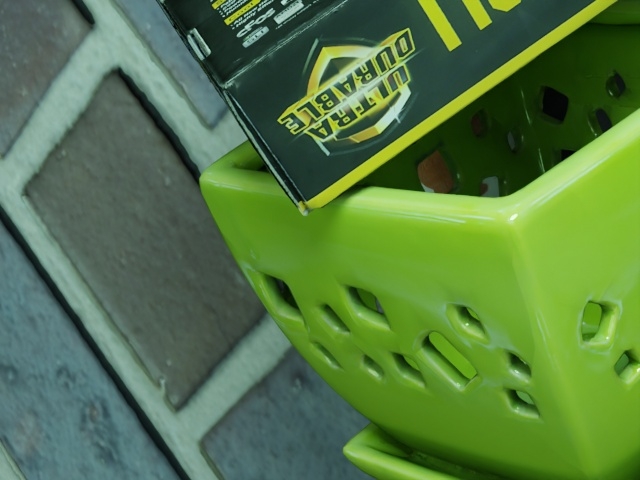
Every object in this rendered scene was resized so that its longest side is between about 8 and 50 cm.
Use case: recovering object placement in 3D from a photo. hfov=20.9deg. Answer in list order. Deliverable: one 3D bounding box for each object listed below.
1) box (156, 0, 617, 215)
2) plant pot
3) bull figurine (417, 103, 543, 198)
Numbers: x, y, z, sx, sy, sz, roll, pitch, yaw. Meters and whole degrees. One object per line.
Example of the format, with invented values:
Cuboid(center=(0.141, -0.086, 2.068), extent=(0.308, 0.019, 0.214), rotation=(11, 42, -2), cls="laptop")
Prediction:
Cuboid(center=(0.077, -0.168, 0.831), extent=(0.322, 0.257, 0.079), rotation=(-35, 113, 0), cls="box")
Cuboid(center=(0.115, 0.015, 0.848), extent=(0.227, 0.228, 0.207), rotation=(9, 126, 51), cls="plant pot")
Cuboid(center=(0.059, -0.139, 1.036), extent=(0.310, 0.101, 0.188), rotation=(44, 117, 14), cls="bull figurine")
